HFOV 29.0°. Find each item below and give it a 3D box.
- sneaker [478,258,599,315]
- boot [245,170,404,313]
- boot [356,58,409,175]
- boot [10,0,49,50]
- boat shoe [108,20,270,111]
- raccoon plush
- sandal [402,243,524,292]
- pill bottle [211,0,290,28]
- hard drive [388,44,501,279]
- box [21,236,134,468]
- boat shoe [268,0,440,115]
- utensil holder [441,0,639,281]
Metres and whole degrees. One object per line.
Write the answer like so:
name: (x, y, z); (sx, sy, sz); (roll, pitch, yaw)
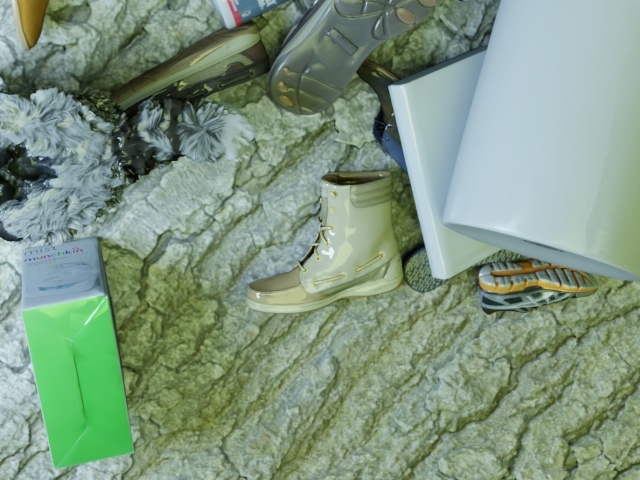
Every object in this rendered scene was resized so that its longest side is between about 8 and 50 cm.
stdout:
sneaker: (0.361, 0.080, 2.071); (0.215, 0.084, 0.083); (0, 126, -11)
boot: (0.000, 0.000, 1.931); (0.262, 0.095, 0.203); (-11, 114, -11)
boot: (0.109, -0.188, 1.890); (0.219, 0.082, 0.106); (36, 97, -26)
boot: (-0.321, -0.407, 1.681); (0.211, 0.104, 0.295); (-3, 108, -12)
boat shoe: (-0.202, -0.217, 1.791); (0.285, 0.103, 0.092); (-31, 111, -7)
raccoon plush: (-0.350, -0.125, 1.713); (0.446, 0.299, 0.216); (3, 104, -26)
sandal: (0.249, 0.002, 2.024); (0.254, 0.054, 0.097); (-20, 105, -2)
pill bottle: (-0.073, -0.384, 1.750); (0.180, 0.108, 0.108); (-26, 115, -3)
hard drive: (0.220, -0.121, 1.888); (0.203, 0.040, 0.307); (-26, 111, -32)
box: (-0.359, 0.159, 1.831); (0.127, 0.231, 0.262); (-10, 114, -10)
boat shoe: (0.051, -0.340, 1.782); (0.355, 0.130, 0.132); (-41, 120, 13)
utensil holder: (0.370, -0.165, 1.775); (0.328, 0.327, 0.385); (17, 88, -20)
